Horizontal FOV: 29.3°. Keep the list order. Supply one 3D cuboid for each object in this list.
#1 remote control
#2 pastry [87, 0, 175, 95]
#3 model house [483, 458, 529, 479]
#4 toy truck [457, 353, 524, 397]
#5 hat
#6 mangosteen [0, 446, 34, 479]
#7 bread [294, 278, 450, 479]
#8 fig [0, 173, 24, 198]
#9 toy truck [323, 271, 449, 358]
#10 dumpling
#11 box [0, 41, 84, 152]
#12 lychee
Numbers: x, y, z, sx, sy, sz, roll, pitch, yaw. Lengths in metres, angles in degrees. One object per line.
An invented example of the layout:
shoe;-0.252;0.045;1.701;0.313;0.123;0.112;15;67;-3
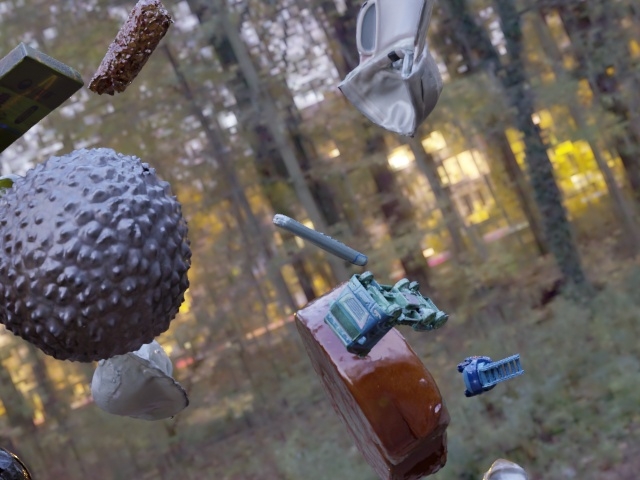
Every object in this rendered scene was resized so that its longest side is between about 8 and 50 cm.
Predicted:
remote control;0.000;0.000;1.503;0.018;0.124;0.053;-64;18;-2
pastry;-0.277;-0.280;1.803;0.169;0.063;0.087;-57;8;9
model house;0.336;0.439;1.898;0.190;0.271;0.301;-52;32;19
toy truck;0.255;0.196;1.819;0.090;0.056;0.073;-16;0;23
hat;0.146;-0.303;1.989;0.226;0.164;0.219;-58;28;-9
mangosteen;-0.471;0.359;1.606;0.209;0.210;0.210;-23;-2;-1
bread;0.076;0.209;1.777;0.114;0.295;0.328;-31;-29;-9
fig;-0.465;-0.058;1.802;0.088;0.074;0.074;-14;-2;-1
toy truck;0.075;0.088;1.393;0.081;0.067;0.175;-48;-26;18
dumpling;-0.310;0.252;2.152;0.247;0.172;0.142;107;-171;-57
box;-0.445;-0.194;1.732;0.193;0.030;0.121;-34;-28;19
lychee;-0.306;0.014;1.584;0.300;0.300;0.300;-23;-2;-1
